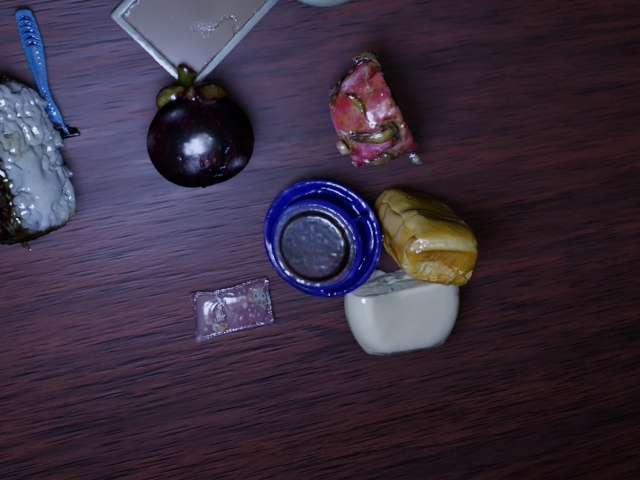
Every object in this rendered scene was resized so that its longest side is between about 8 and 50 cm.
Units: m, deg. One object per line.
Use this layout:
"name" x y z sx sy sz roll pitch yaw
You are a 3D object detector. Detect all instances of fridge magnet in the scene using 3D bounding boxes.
"fridge magnet" 0.000 0.000 1.491 0.265 0.112 0.266 5 107 15

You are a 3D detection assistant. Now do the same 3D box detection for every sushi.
"sushi" -0.593 -0.140 1.318 0.181 0.196 0.343 -7 106 31

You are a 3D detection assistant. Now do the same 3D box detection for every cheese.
"cheese" 0.186 0.145 1.587 0.266 0.127 0.233 -9 104 -12

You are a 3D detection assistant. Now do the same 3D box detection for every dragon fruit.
"dragon fruit" 0.100 -0.241 1.422 0.147 0.211 0.282 -23 127 9

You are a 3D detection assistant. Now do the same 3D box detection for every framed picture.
"framed picture" -0.246 -0.467 1.381 0.273 0.016 0.216 -45 109 3

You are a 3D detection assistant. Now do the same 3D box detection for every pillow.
"pillow" -0.199 0.153 1.553 0.185 0.043 0.118 -12 101 -12

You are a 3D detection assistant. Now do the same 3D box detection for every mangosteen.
"mangosteen" -0.244 -0.227 1.362 0.211 0.211 0.250 -18 88 -6

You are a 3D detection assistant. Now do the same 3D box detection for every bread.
"bread" 0.211 -0.015 1.459 0.166 0.294 0.132 13 107 -15

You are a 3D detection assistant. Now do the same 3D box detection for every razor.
"razor" -0.542 -0.319 1.349 0.082 0.042 0.253 -11 107 -7

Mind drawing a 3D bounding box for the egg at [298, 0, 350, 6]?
"egg" -0.034 -0.591 1.264 0.258 0.258 0.352 -40 113 1
